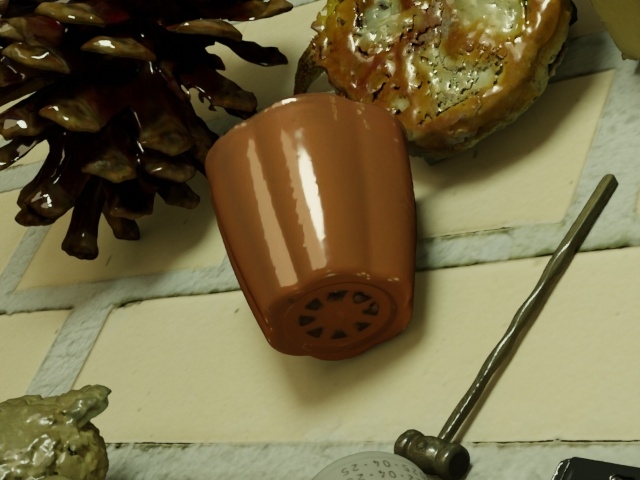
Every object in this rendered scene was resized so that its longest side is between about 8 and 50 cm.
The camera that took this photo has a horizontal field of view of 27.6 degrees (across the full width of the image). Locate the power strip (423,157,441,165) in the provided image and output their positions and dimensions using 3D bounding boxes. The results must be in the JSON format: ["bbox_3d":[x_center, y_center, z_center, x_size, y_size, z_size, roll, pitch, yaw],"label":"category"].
[{"bbox_3d":[0.105,-0.099,1.238,0.027,0.017,0.083,-31,35,18],"label":"power strip"}]

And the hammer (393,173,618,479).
[{"bbox_3d":[0.155,0.059,1.012,0.058,0.029,0.292,13,60,48],"label":"hammer"}]

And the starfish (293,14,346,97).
[{"bbox_3d":[0.031,-0.214,1.358,0.240,0.043,0.227,-47,42,43],"label":"starfish"}]

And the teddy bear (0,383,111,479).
[{"bbox_3d":[-0.247,0.244,1.100,0.267,0.156,0.256,-30,34,20],"label":"teddy bear"}]

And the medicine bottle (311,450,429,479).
[{"bbox_3d":[0.046,0.221,0.851,0.105,0.105,0.168,-38,24,7],"label":"medicine bottle"}]

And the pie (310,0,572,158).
[{"bbox_3d":[0.118,-0.212,1.187,0.308,0.085,0.308,-10,74,37],"label":"pie"}]

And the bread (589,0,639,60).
[{"bbox_3d":[0.359,-0.280,1.010,0.279,0.207,0.279,-51,36,-10],"label":"bread"}]

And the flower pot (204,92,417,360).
[{"bbox_3d":[0.000,0.000,1.110,0.190,0.190,0.173,-27,49,22],"label":"flower pot"}]

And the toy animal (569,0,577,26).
[{"bbox_3d":[0.174,-0.315,1.333,0.168,0.106,0.343,-16,48,23],"label":"toy animal"}]

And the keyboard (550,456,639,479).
[{"bbox_3d":[0.146,0.240,0.818,0.093,0.025,0.230,3,54,49],"label":"keyboard"}]

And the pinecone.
[{"bbox_3d":[-0.214,-0.160,1.389,0.384,0.384,0.384,-27,37,22],"label":"pinecone"}]
